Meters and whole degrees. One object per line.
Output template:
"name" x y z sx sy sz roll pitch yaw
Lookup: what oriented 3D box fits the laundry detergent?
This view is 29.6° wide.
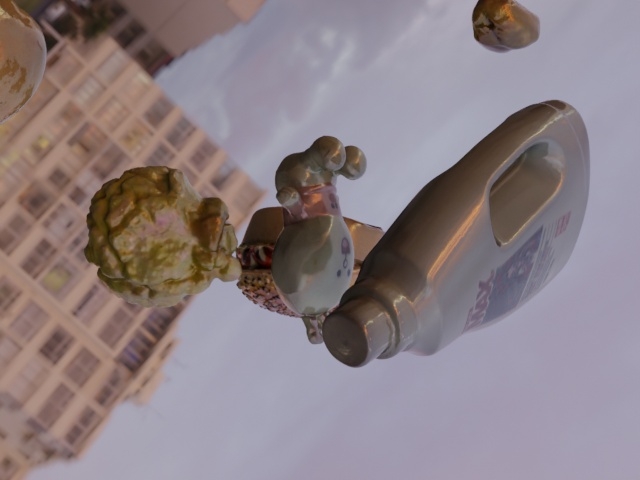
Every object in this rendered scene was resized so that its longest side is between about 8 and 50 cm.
"laundry detergent" 0.150 0.010 1.341 0.398 0.124 0.264 -31 142 -43

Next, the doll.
"doll" -0.011 -0.005 1.616 0.113 0.275 0.155 9 -172 26

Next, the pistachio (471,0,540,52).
"pistachio" 0.358 -0.405 2.306 0.110 0.189 0.100 20 -86 31

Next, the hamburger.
"hamburger" -0.013 0.049 2.120 0.300 0.300 0.176 -13 -113 62

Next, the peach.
"peach" -0.457 -0.221 1.464 0.232 0.232 0.232 -41 -163 15

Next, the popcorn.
"popcorn" -0.254 -0.007 1.959 0.259 0.259 0.212 -44 -160 4
